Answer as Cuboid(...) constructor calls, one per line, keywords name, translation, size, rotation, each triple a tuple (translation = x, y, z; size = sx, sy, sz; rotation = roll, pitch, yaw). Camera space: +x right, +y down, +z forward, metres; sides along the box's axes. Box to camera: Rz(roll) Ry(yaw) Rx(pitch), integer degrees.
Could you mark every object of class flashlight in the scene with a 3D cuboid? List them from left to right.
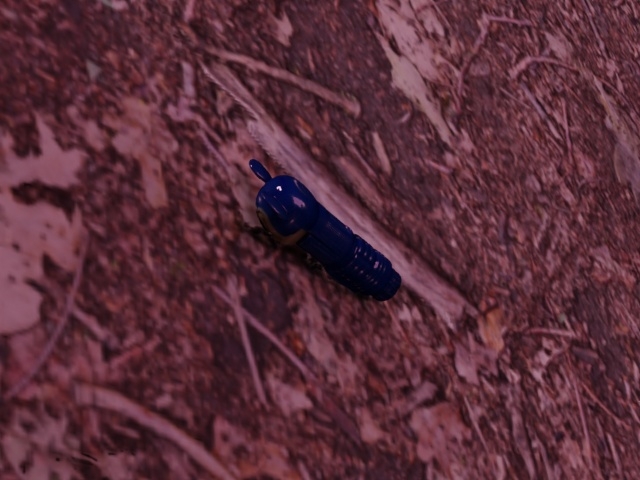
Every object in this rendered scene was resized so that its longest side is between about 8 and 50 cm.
Cuboid(name="flashlight", translation=(0.000, 0.000, 0.794), size=(0.121, 0.035, 0.057), rotation=(39, 15, -33))
